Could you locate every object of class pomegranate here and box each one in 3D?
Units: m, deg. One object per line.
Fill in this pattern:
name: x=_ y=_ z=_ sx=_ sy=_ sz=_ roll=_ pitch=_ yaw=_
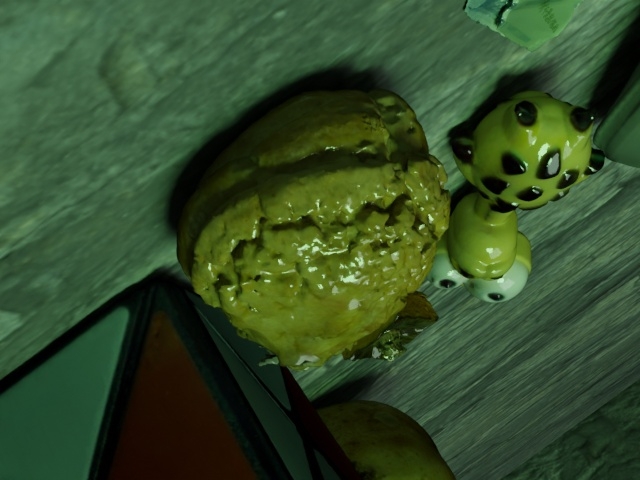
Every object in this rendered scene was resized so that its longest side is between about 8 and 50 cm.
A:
pomegranate: x=0.030 y=0.305 z=1.230 sx=0.260 sy=0.260 sz=0.260 roll=-30 pitch=158 yaw=-13

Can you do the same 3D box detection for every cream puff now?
cream puff: x=0.000 y=0.000 z=0.707 sx=0.189 sy=0.129 sz=0.189 roll=-27 pitch=155 yaw=-14

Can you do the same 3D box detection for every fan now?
fan: x=0.142 y=-0.179 z=0.700 sx=0.131 sy=0.009 sz=0.240 roll=-38 pitch=158 yaw=3

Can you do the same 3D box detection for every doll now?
doll: x=0.142 y=-0.026 z=0.924 sx=0.117 sy=0.086 sz=0.291 roll=11 pitch=151 yaw=-4

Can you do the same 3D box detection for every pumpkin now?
pumpkin: x=0.063 y=0.086 z=1.086 sx=0.074 sy=0.054 sz=0.083 roll=1 pitch=144 yaw=-50

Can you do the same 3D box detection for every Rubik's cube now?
Rubik's cube: x=-0.107 y=0.207 z=0.825 sx=0.246 sy=0.250 sz=0.248 roll=-36 pitch=157 yaw=5

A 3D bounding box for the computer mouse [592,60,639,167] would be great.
computer mouse: x=0.322 y=-0.166 z=0.881 sx=0.197 sy=0.095 sz=0.331 roll=-24 pitch=165 yaw=-21
